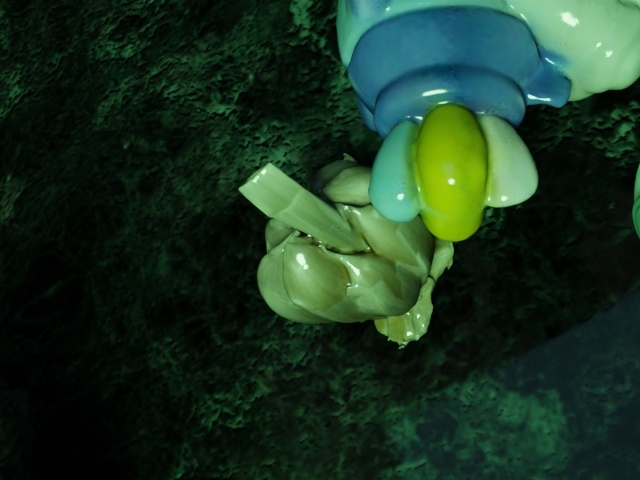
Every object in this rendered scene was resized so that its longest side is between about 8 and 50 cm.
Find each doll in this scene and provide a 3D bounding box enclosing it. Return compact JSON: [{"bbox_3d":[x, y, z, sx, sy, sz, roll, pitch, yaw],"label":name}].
[{"bbox_3d":[0.140,-0.181,0.643,0.366,0.187,0.376,-30,35,-9],"label":"doll"}]

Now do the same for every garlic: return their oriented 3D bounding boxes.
[{"bbox_3d":[0.000,0.000,0.660,0.127,0.194,0.131,28,92,40],"label":"garlic"}]

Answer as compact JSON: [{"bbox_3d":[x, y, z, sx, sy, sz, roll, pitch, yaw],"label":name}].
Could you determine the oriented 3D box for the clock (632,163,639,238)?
[{"bbox_3d":[0.257,-0.035,0.536,0.159,0.211,0.066,-34,35,8],"label":"clock"}]
